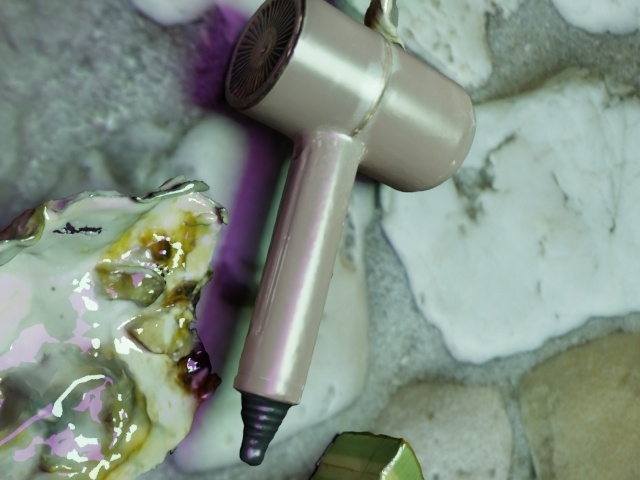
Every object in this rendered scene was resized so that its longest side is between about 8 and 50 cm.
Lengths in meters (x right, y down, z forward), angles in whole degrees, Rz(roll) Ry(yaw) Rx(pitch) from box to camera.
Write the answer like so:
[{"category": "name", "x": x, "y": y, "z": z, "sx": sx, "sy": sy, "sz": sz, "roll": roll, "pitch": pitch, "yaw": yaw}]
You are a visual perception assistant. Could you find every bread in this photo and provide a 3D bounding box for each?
[{"category": "bread", "x": 0.064, "y": 0.224, "z": 0.684, "sx": 0.139, "sy": 0.084, "sz": 0.074, "roll": 50, "pitch": 60, "yaw": -20}]

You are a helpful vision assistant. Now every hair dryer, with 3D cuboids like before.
[{"category": "hair dryer", "x": 0.000, "y": 0.000, "z": 0.648, "sx": 0.189, "sy": 0.107, "sz": 0.344, "roll": 24, "pitch": 73, "yaw": -32}]

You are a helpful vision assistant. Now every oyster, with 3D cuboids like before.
[{"category": "oyster", "x": -0.190, "y": 0.091, "z": 0.528, "sx": 0.354, "sy": 0.107, "sz": 0.201, "roll": -43, "pitch": 129, "yaw": -42}]

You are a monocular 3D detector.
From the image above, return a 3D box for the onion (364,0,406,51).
[{"category": "onion", "x": 0.054, "y": -0.326, "z": 0.640, "sx": 0.230, "sy": 0.256, "sz": 0.272, "roll": 9, "pitch": 64, "yaw": -47}]
